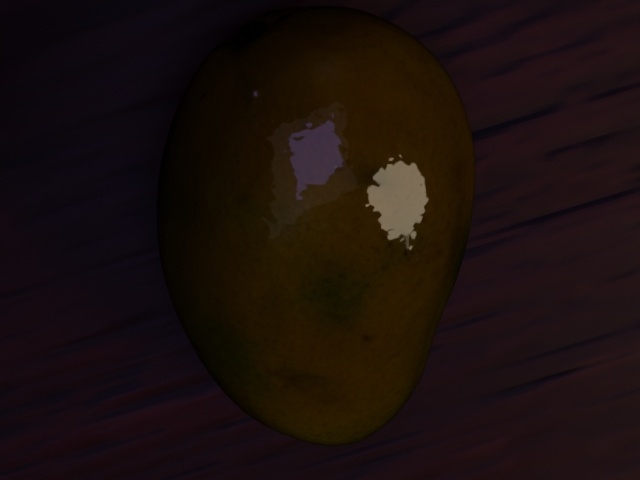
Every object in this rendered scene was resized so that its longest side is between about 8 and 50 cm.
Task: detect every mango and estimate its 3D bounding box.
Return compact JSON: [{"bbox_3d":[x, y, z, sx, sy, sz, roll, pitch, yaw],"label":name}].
[{"bbox_3d":[-0.004,-0.003,0.638,0.111,0.089,0.163,12,111,-9],"label":"mango"}]
